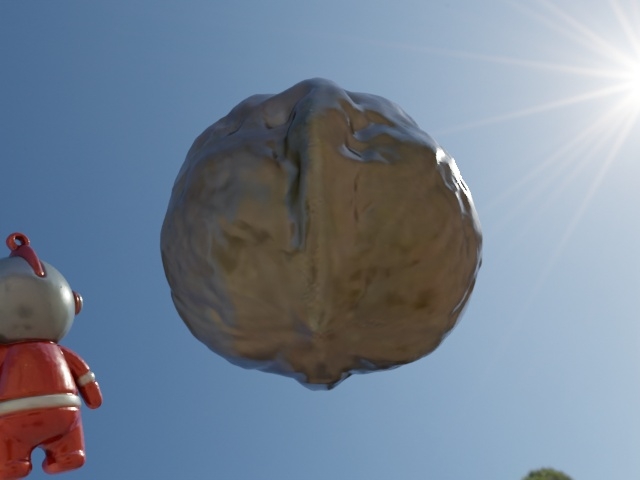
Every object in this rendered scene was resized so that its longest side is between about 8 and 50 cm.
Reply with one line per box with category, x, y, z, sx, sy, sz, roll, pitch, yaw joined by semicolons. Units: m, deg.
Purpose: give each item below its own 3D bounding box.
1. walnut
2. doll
walnut;0.001;-0.002;0.501;0.248;0.248;0.248;-15;-64;-34
doll;-0.394;0.143;0.839;0.200;0.105;0.336;11;-121;-52
